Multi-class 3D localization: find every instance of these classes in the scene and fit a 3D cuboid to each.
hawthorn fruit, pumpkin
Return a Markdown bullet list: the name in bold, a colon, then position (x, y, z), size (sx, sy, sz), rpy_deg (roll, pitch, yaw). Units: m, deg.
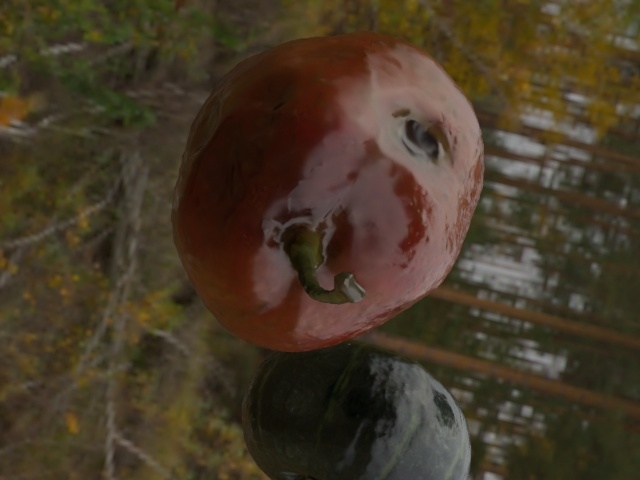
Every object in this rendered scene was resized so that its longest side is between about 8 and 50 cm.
- **hawthorn fruit**: position (0.000, 0.000, 0.637), size (0.285, 0.165, 0.165), rpy_deg (-83, -176, -67)
- **pumpkin**: position (0.025, 0.138, 0.963), size (0.167, 0.167, 0.125), rpy_deg (94, 4, -62)
